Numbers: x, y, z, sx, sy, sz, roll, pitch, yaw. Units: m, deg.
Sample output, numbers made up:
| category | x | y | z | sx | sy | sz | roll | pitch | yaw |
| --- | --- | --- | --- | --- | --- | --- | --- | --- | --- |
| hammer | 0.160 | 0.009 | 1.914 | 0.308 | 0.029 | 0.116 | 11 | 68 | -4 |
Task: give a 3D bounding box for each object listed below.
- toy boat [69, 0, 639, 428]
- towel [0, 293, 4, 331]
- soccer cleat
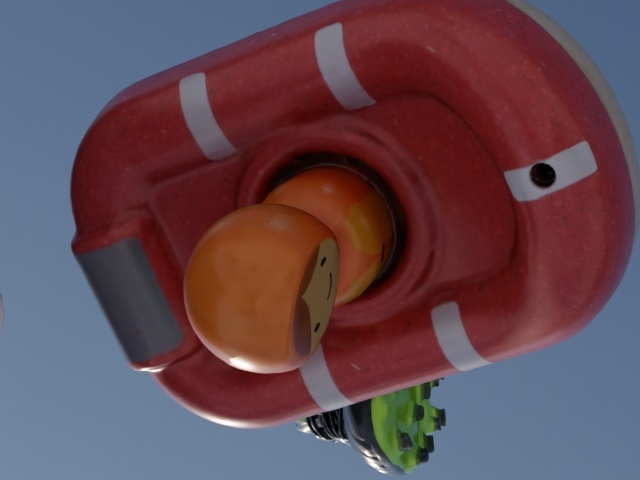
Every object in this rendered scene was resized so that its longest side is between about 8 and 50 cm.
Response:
| category | x | y | z | sx | sy | sz | roll | pitch | yaw |
| --- | --- | --- | --- | --- | --- | --- | --- | --- | --- |
| toy boat | 0.000 | 0.000 | 0.725 | 0.231 | 0.151 | 0.151 | -19 | -76 | 27 |
| towel | -0.184 | 0.024 | 0.813 | 0.053 | 0.332 | 0.317 | -4 | -45 | -18 |
| soccer cleat | 0.019 | 0.081 | 0.945 | 0.072 | 0.179 | 0.060 | -2 | -93 | 8 |
